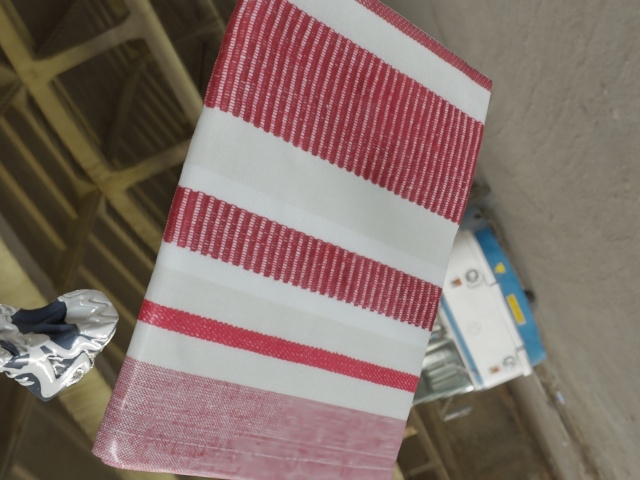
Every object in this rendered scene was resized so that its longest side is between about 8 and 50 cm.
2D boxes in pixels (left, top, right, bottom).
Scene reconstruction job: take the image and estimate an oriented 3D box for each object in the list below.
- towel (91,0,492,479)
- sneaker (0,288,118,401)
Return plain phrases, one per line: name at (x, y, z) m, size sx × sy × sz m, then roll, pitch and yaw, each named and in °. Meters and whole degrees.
towel at (0.000, 0.000, 0.554) m, size 0.237 × 0.329 × 0.037 m, roll 22°, pitch 172°, yaw -40°
sneaker at (-0.371, 0.148, 0.999) m, size 0.094 × 0.235 × 0.153 m, roll 47°, pitch 132°, yaw 28°
